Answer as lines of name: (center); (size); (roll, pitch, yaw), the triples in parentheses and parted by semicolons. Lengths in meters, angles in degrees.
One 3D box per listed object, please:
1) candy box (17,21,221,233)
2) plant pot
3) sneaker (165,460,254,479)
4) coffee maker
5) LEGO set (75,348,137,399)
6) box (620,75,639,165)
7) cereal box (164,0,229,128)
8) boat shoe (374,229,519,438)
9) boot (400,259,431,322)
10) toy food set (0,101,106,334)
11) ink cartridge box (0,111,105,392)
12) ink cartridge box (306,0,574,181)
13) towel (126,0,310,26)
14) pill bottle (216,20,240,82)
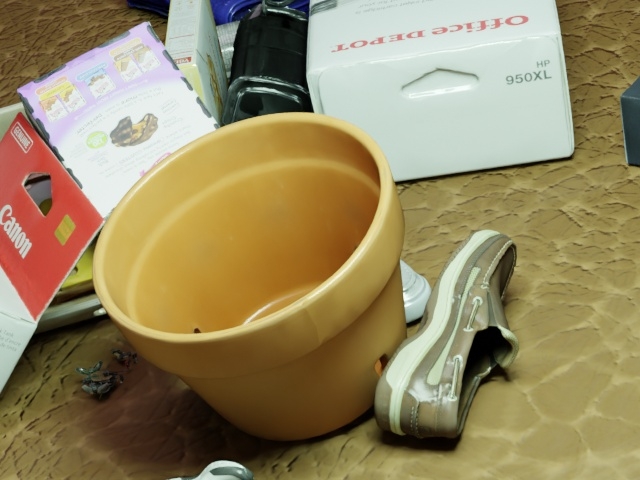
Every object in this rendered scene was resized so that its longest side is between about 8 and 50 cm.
candy box: (-0.207, -0.115, 1.932); (0.164, 0.070, 0.196); (-29, 63, -11)
plant pot: (-0.042, 0.051, 1.683); (0.290, 0.203, 0.291); (-14, 40, 12)
sneaker: (-0.104, 0.230, 1.601); (0.109, 0.040, 0.044); (-25, 35, 30)
coffee maker: (-0.064, -0.200, 2.143); (0.120, 0.171, 0.178); (-9, 32, 6)
LEGO set: (-0.216, 0.138, 1.817); (0.054, 0.023, 0.083); (21, 32, 38)
box: (0.434, -0.147, 1.960); (0.158, 0.093, 0.156); (13, 41, 33)
cereal box: (-0.146, -0.187, 2.152); (0.047, 0.173, 0.240); (-9, 33, 4)
boat shoe: (0.145, 0.094, 1.700); (0.095, 0.095, 0.257); (13, 50, 25)
boot: (0.000, 0.000, 1.854); (0.258, 0.123, 0.095); (17, 43, 38)
toy food set: (-0.252, -0.047, 1.978); (0.219, 0.092, 0.306); (-17, 53, -7)
ink cartridge box: (-0.359, 0.017, 1.866); (0.261, 0.066, 0.296); (-59, 35, 10)
ink cartridge box: (0.139, -0.241, 2.139); (0.285, 0.166, 0.395); (-9, 31, 7)
towel: (-0.126, -0.359, 2.515); (0.227, 0.076, 0.308); (-25, 33, -31)
pill bottle: (-0.123, -0.240, 2.313); (0.137, 0.078, 0.078); (-13, 32, -1)
